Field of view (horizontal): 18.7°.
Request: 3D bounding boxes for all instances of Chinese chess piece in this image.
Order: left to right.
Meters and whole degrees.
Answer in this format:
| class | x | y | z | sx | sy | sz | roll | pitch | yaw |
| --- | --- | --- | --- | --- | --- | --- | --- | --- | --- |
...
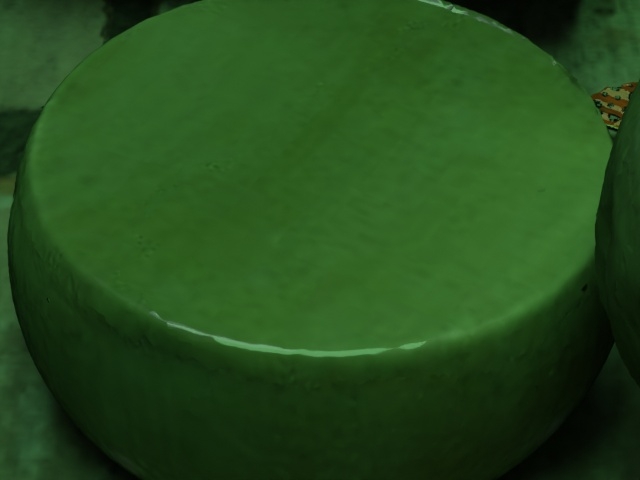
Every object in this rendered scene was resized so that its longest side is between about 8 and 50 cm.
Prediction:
| class | x | y | z | sx | sy | sz | roll | pitch | yaw |
| --- | --- | --- | --- | --- | --- | --- | --- | --- | --- |
| Chinese chess piece | 0.000 | 0.000 | 0.786 | 0.250 | 0.101 | 0.250 | 0 | 43 | 0 |

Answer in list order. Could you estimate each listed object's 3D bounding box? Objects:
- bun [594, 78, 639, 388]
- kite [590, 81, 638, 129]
| class | x | y | z | sx | sy | sz | roll | pitch | yaw |
| --- | --- | --- | --- | --- | --- | --- | --- | --- | --- |
| bun | 0.190 | 0.048 | 0.659 | 0.179 | 0.283 | 0.283 | -42 | 43 | 16 |
| kite | 0.234 | -0.052 | 0.916 | 0.222 | 0.008 | 0.125 | -15 | 47 | -15 |
